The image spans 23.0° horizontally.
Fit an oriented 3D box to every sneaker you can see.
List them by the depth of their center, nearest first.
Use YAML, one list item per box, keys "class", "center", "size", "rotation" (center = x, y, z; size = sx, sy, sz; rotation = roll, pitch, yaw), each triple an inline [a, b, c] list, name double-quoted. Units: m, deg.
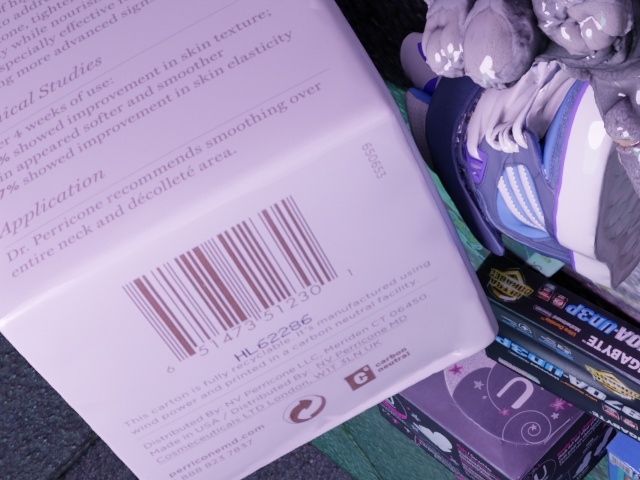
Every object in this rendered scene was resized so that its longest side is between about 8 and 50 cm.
- class: "sneaker"
  center: [0.139, -0.092, 1.149]
  size: [0.236, 0.130, 0.323]
  rotation: [36, 171, 20]

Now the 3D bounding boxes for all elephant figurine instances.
- class: "elephant figurine"
  center: [0.185, -0.118, 0.900]
  size: [0.239, 0.186, 0.169]
  rotation: [23, -144, -27]

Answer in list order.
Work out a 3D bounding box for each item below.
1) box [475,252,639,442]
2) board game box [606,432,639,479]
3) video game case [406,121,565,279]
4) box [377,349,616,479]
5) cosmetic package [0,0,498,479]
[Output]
- class: "box"
  center: [0.258, 0.113, 1.571]
  size: [0.220, 0.051, 0.175]
  rotation: [30, 162, 25]
- class: "board game box"
  center: [0.403, 0.303, 1.797]
  size: [0.160, 0.047, 0.210]
  rotation: [38, 166, 25]
- class: "video game case"
  center: [0.153, -0.031, 1.568]
  size: [0.201, 0.023, 0.183]
  rotation: [44, 168, 6]
- class: "box"
  center: [0.194, 0.182, 1.809]
  size: [0.247, 0.163, 0.142]
  rotation: [37, 162, 32]
- class: "cosmetic package"
  center: [-0.103, -0.061, 1.324]
  size: [0.394, 0.329, 0.327]
  rotation: [64, -177, 39]
